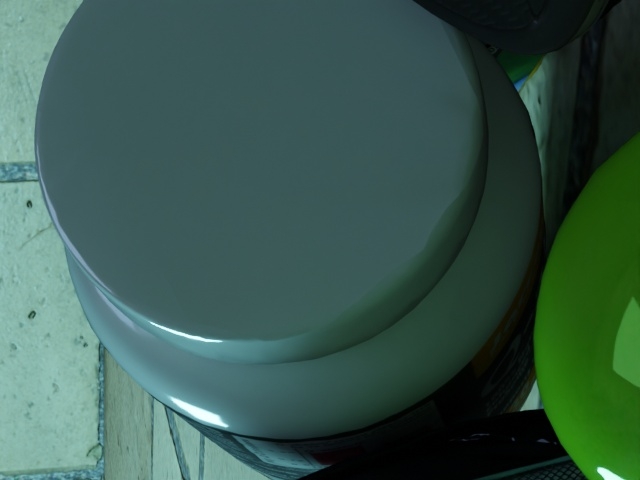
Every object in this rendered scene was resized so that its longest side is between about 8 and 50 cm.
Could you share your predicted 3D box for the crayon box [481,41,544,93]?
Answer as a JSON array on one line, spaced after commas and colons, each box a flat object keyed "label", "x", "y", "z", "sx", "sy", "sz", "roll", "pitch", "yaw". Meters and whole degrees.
[{"label": "crayon box", "x": 0.041, "y": -0.144, "z": 0.775, "sx": 0.278, "sy": 0.081, "sz": 0.165, "roll": 118, "pitch": 146, "yaw": -67}]

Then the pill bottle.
[{"label": "pill bottle", "x": 0.000, "y": 0.000, "z": 0.651, "sx": 0.278, "sy": 0.162, "sz": 0.162, "roll": 62, "pitch": -159, "yaw": -74}]

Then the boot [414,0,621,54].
[{"label": "boot", "x": 0.059, "y": -0.170, "z": 0.552, "sx": 0.236, "sy": 0.179, "sz": 0.085, "roll": 53, "pitch": 143, "yaw": 21}]

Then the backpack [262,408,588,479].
[{"label": "backpack", "x": 0.041, "y": 0.135, "z": 0.605, "sx": 0.166, "sy": 0.188, "sz": 0.144, "roll": 130, "pitch": 135, "yaw": -71}]

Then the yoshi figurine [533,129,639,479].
[{"label": "yoshi figurine", "x": 0.106, "y": 0.086, "z": 0.315, "sx": 0.362, "sy": 0.204, "sz": 0.203, "roll": -95, "pitch": 25, "yaw": -64}]
